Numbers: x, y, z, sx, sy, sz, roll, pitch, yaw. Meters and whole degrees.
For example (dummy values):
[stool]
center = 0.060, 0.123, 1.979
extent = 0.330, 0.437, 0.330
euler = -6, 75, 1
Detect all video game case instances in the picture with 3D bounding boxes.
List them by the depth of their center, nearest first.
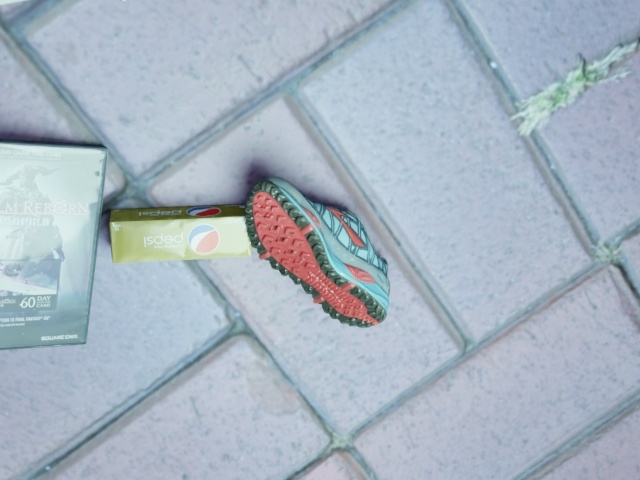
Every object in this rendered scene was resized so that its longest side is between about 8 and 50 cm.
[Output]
[video game case]
center = -0.379, 0.009, 1.088
extent = 0.196, 0.026, 0.274
euler = 0, 110, -34

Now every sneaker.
[sneaker]
center = 0.000, 0.000, 1.160
extent = 0.104, 0.125, 0.262
euler = -20, 125, 34

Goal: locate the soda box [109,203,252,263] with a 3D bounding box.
[soda box]
center = -0.184, -0.010, 1.137
extent = 0.182, 0.061, 0.058
euler = -4, 109, -11

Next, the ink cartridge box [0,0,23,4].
[ink cartridge box]
center = -0.271, -0.372, 0.929
extent = 0.270, 0.198, 0.197
euler = -13, 110, -8
